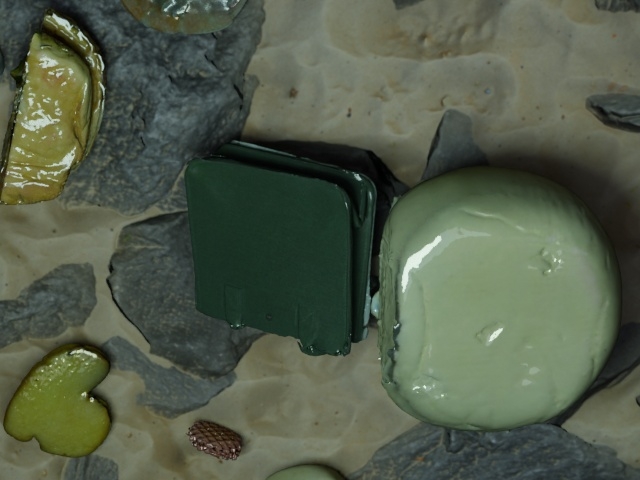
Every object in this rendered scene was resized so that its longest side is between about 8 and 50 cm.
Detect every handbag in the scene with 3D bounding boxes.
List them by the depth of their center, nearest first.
[{"bbox_3d":[-0.056,0.014,1.775,0.248,0.079,0.260,14,117,23],"label":"handbag"}]

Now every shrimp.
[{"bbox_3d":[-0.124,-0.361,1.738,0.317,0.062,0.164,-13,108,15],"label":"shrimp"}]

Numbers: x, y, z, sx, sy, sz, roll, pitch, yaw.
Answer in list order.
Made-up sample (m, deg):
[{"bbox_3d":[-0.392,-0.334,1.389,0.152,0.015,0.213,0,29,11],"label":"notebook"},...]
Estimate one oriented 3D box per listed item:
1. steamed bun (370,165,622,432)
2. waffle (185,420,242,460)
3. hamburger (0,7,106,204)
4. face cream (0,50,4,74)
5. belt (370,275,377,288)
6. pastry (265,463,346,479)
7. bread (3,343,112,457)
[{"bbox_3d":[0.221,0.066,1.722,0.312,0.233,0.333,8,110,-6],"label":"steamed bun"},{"bbox_3d":[-0.152,0.285,1.912,0.083,0.075,0.029,19,102,-3],"label":"waffle"},{"bbox_3d":[-0.359,-0.174,1.798,0.131,0.124,0.262,12,112,-16],"label":"hamburger"},{"bbox_3d":[-0.555,-0.202,1.817,0.252,0.101,0.101,-31,99,14],"label":"face cream"},{"bbox_3d":[-0.001,0.001,1.822,0.100,0.065,0.179,-16,104,22],"label":"belt"},{"bbox_3d":[-0.019,0.391,1.918,0.157,0.092,0.156,1,103,5],"label":"pastry"},{"bbox_3d":[-0.360,0.227,1.936,0.149,0.065,0.187,34,104,-14],"label":"bread"}]
